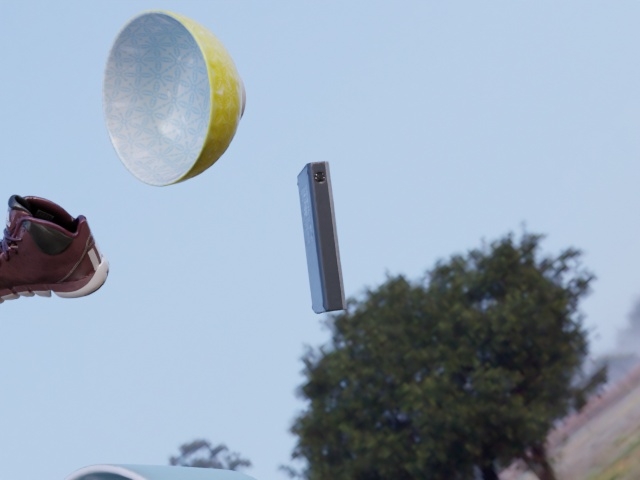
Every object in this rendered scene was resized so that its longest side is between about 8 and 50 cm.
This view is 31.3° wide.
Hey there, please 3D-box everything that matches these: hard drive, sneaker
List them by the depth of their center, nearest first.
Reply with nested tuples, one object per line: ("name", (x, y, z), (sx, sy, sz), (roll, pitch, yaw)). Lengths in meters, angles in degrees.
("hard drive", (0.000, 0.000, 1.059), (0.022, 0.135, 0.094), (-6, -4, -8))
("sneaker", (-0.445, 0.006, 1.586), (0.281, 0.106, 0.162), (-8, -48, -4))

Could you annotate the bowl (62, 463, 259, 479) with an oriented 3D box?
("bowl", (-0.105, 0.332, 1.037), (0.163, 0.311, 0.311), (-13, -31, -45))

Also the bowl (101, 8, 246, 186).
("bowl", (-0.218, -0.237, 1.903), (0.156, 0.289, 0.289), (-8, -35, -45))
